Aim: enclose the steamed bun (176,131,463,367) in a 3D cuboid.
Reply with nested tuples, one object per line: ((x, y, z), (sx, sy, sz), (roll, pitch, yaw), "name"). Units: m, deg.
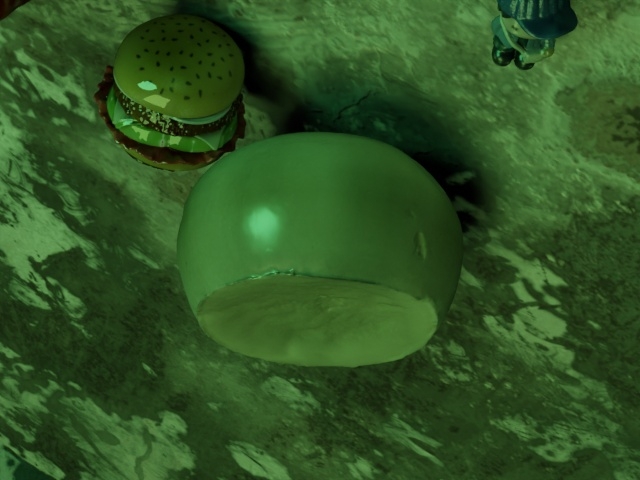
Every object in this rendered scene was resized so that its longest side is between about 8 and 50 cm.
((0.000, 0.000, 2.066), (0.324, 0.206, 0.324), (3, 154, 1), "steamed bun")

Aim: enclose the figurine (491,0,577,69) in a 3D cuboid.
((0.199, -0.215, 1.771), (0.077, 0.079, 0.136), (9, 170, -2), "figurine")

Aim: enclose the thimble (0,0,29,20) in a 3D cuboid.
((-0.442, -0.356, 1.873), (0.350, 0.350, 0.231), (22, 141, 16), "thimble")

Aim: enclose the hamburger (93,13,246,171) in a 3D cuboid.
((-0.155, -0.169, 2.049), (0.175, 0.175, 0.137), (29, 142, 6), "hamburger")
